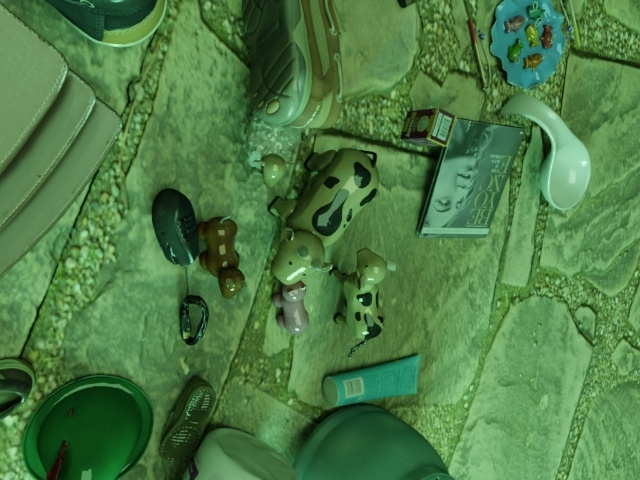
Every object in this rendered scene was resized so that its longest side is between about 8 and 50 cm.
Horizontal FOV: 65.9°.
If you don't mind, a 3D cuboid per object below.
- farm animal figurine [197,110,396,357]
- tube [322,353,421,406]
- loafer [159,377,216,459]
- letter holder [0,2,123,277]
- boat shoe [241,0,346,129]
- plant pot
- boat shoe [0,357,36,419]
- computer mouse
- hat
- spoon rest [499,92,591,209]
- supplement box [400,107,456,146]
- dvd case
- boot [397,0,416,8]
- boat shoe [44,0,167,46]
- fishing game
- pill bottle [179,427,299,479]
[{"bbox_3d":[0.000,0.000,0.740,0.331,0.172,0.326,23,89,-27],"label":"farm animal figurine"},{"bbox_3d":[0.105,0.262,0.910,0.207,0.052,0.080,0,104,-31],"label":"tube"},{"bbox_3d":[-0.204,0.276,0.764,0.056,0.050,0.148,27,103,-24],"label":"loafer"},{"bbox_3d":[-0.386,-0.087,0.556,0.214,0.152,0.301,41,81,-27],"label":"letter holder"},{"bbox_3d":[-0.030,-0.295,0.680,0.117,0.123,0.324,11,71,-40],"label":"boat shoe"},{"bbox_3d":[0.114,0.445,0.826,0.293,0.196,0.292,2,87,-35],"label":"plant pot"},{"bbox_3d":[-0.477,0.217,0.608,0.224,0.073,0.080,-20,107,-21],"label":"boat shoe"},{"bbox_3d":[-0.204,0.045,0.707,0.041,0.071,0.241,-34,123,-59],"label":"computer mouse"},{"bbox_3d":[-0.304,0.309,0.645,0.173,0.184,0.208,25,88,-27],"label":"hat"},{"bbox_3d":[0.461,-0.172,0.976,0.276,0.084,0.137,42,81,-26],"label":"spoon rest"},{"bbox_3d":[0.183,-0.192,0.842,0.043,0.083,0.054,15,92,-27],"label":"supplement box"},{"bbox_3d":[0.275,-0.106,0.903,0.165,0.018,0.221,0,117,-27],"label":"dvd case"},{"bbox_3d":[0.162,-0.457,0.811,0.114,0.037,0.106,-37,126,-12],"label":"boot"},{"bbox_3d":[-0.368,-0.419,0.503,0.500,0.156,0.186,42,82,-24],"label":"boat shoe"},{"bbox_3d":[0.402,-0.383,0.938,0.264,0.041,0.189,-25,108,-18],"label":"fishing game"},{"bbox_3d":[-0.172,0.459,0.744,0.169,0.169,0.301,32,85,-26],"label":"pill bottle"}]
